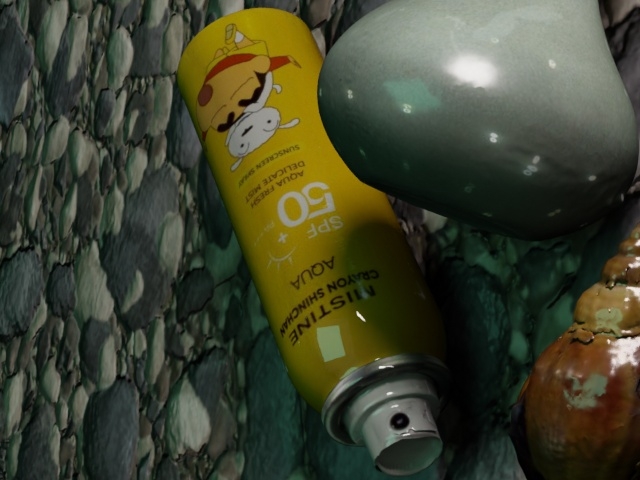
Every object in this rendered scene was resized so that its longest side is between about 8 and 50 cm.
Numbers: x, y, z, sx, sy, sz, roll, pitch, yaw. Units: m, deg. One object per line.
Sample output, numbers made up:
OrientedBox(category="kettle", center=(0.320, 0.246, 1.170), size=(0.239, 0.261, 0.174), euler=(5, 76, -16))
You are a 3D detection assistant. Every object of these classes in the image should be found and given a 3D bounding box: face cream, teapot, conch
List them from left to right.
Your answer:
OrientedBox(category="face cream", center=(0.000, 0.000, 1.115), size=(0.105, 0.105, 0.349), euler=(-54, 44, 35))
OrientedBox(category="teapot", center=(0.109, -0.133, 0.939), size=(0.183, 0.183, 0.251), euler=(16, 87, 56))
OrientedBox(category="conch", center=(0.141, 0.101, 0.911), size=(0.233, 0.080, 0.086), euler=(-64, 30, 26))
